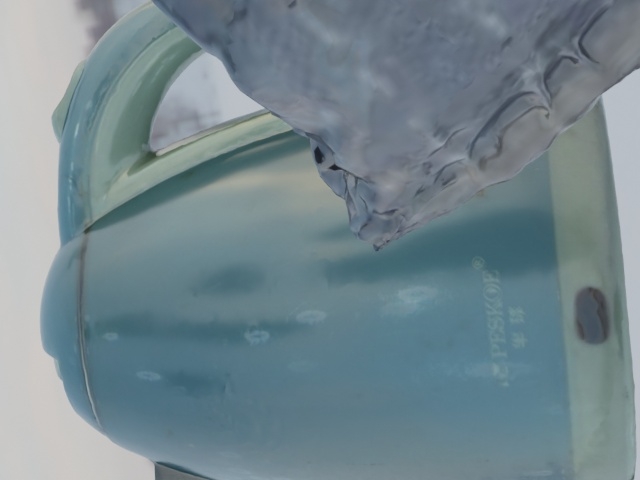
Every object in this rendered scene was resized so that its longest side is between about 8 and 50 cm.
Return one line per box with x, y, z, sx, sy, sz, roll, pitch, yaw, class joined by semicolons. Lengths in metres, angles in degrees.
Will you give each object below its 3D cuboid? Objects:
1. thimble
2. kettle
0.012;-0.127;0.616;0.236;0.172;0.205;48;-174;28;thimble
0.000;0.000;1.056;0.247;0.342;0.320;-46;-48;-81;kettle
